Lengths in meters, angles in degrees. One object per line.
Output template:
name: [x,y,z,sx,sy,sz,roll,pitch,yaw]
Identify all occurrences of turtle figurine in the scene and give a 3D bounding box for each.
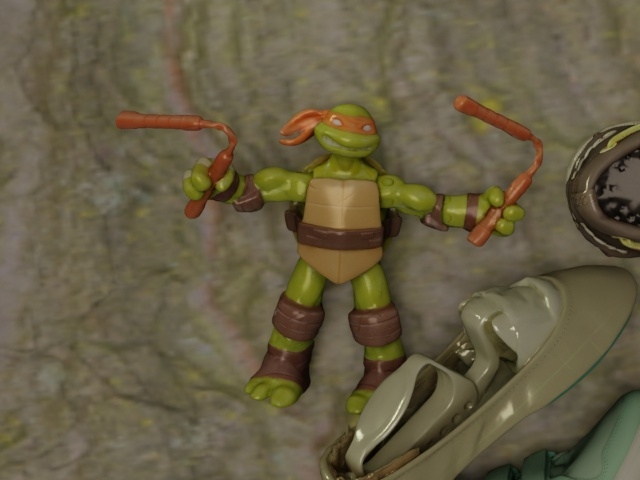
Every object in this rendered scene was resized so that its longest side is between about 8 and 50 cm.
turtle figurine: [0.000,0.000,0.806,0.270,0.087,0.217,3,107,-5]

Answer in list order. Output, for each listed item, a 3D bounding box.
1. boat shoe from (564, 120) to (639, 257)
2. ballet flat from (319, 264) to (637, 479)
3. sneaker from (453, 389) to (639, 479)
boat shoe: [0.313,-0.045,0.741,0.325,0.097,0.116,-5,94,11]
ballet flat: [0.096,0.084,0.766,0.248,0.086,0.086,-43,87,-10]
sneaker: [0.103,0.163,0.802,0.151,0.094,0.256,42,100,7]
